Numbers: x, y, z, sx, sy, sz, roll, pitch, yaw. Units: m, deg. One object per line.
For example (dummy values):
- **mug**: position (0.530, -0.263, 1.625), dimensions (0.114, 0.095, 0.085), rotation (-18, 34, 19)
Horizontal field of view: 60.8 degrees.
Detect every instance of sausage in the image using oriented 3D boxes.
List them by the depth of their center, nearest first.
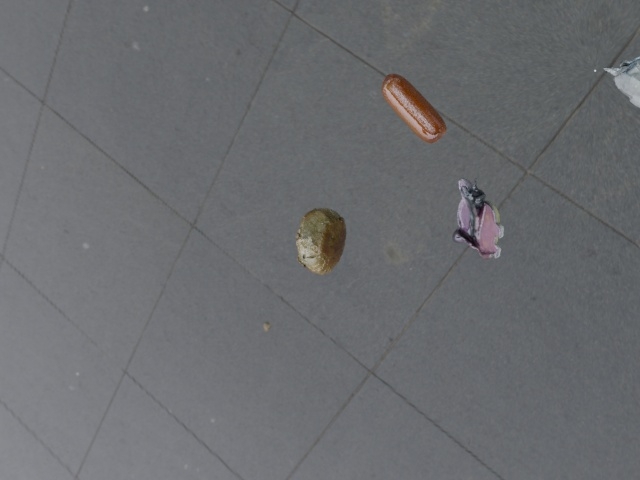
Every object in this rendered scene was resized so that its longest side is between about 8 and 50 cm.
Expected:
- **sausage**: position (0.221, -0.318, 1.309), dimensions (0.197, 0.076, 0.076), rotation (47, 120, 2)

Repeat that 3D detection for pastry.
- **pastry**: position (0.003, 0.002, 1.214), dimensions (0.081, 0.153, 0.153), rotation (9, 109, 22)

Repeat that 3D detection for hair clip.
- **hair clip**: position (0.321, -0.043, 1.121), dimensions (0.146, 0.056, 0.187), rotation (52, 166, 48)

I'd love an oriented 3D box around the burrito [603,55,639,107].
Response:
- **burrito**: position (0.693, -0.256, 0.985), dimensions (0.139, 0.445, 0.101), rotation (-33, 130, 4)
